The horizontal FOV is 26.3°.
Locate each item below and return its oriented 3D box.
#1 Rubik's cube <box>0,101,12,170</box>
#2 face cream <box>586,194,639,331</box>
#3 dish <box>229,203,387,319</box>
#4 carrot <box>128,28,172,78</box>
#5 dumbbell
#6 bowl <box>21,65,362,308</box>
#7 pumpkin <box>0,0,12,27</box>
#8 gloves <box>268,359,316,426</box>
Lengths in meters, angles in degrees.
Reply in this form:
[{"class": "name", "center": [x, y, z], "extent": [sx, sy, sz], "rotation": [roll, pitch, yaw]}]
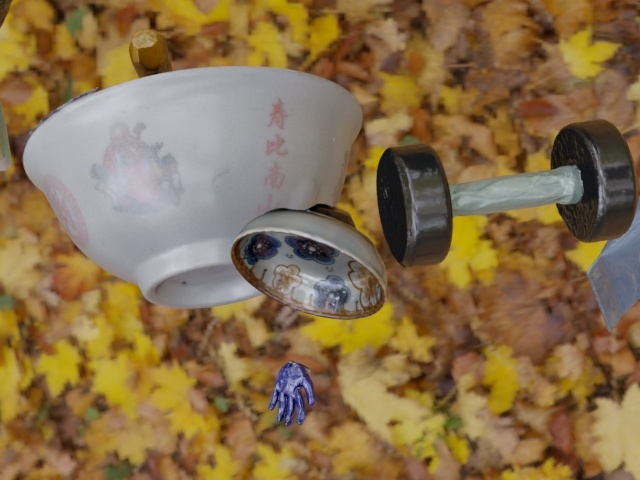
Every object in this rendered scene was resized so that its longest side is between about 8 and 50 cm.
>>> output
[{"class": "Rubik's cube", "center": [-0.612, -0.248, 1.863], "extent": [0.322, 0.319, 0.315], "rotation": [125, 135, -78]}, {"class": "face cream", "center": [0.431, -0.072, 1.569], "extent": [0.086, 0.135, 0.385], "rotation": [31, 74, 36]}, {"class": "dish", "center": [0.000, 0.000, 1.183], "extent": [0.141, 0.141, 0.078], "rotation": [-3, 55, 37]}, {"class": "carrot", "center": [-0.177, -0.169, 1.478], "extent": [0.042, 0.042, 0.170], "rotation": [50, 164, 20]}, {"class": "dumbbell", "center": [0.147, -0.038, 1.096], "extent": [0.100, 0.191, 0.100], "rotation": [172, 90, -80]}, {"class": "bowl", "center": [-0.112, -0.028, 1.344], "extent": [0.346, 0.346, 0.157], "rotation": [-25, 67, 37]}, {"class": "pumpkin", "center": [-0.408, -0.250, 1.347], "extent": [0.162, 0.219, 0.218], "rotation": [27, 112, 28]}, {"class": "gloves", "center": [-0.036, 0.206, 1.829], "extent": [0.064, 0.026, 0.086], "rotation": [18, 90, 30]}]
